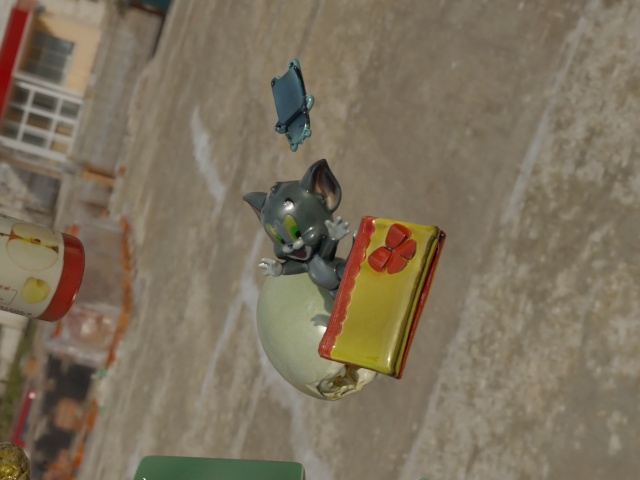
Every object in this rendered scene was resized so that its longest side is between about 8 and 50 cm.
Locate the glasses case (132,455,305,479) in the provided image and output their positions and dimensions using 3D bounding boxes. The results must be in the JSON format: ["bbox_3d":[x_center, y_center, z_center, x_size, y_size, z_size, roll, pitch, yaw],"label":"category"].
[{"bbox_3d":[-0.110,0.272,1.204,0.078,0.184,0.039,-78,-13,-58],"label":"glasses case"}]

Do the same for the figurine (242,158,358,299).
[{"bbox_3d":[0.004,0.000,1.914,0.193,0.265,0.140,-32,26,41],"label":"figurine"}]

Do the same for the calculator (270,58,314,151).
[{"bbox_3d":[-0.042,-0.206,1.721,0.094,0.019,0.141,-38,54,42],"label":"calculator"}]

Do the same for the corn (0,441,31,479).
[{"bbox_3d":[-0.564,0.416,2.013,0.262,0.097,0.097,-164,90,-74],"label":"corn"}]

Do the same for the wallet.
[{"bbox_3d":[0.089,0.079,1.702,0.067,0.141,0.241,46,-121,-61],"label":"wallet"}]

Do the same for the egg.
[{"bbox_3d":[0.001,0.165,2.387,0.336,0.278,0.278,58,135,38],"label":"egg"}]

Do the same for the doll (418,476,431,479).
[{"bbox_3d":[0.138,0.430,1.664,0.059,0.159,0.158,5,-92,-72],"label":"doll"}]

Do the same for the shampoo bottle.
[{"bbox_3d":[-0.402,0.008,1.220,0.104,0.278,0.104,-31,50,46],"label":"shampoo bottle"}]
